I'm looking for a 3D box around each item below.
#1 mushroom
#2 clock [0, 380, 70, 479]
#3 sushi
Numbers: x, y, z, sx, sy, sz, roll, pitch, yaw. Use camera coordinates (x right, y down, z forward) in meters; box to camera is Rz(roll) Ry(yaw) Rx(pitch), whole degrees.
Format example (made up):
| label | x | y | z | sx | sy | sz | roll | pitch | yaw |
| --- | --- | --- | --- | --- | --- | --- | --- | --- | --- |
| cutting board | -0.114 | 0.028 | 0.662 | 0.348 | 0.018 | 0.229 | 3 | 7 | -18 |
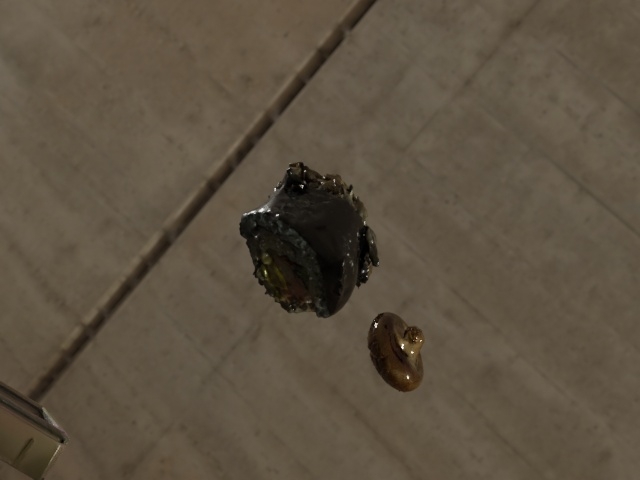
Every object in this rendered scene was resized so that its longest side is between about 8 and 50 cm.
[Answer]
| label | x | y | z | sx | sy | sz | roll | pitch | yaw |
| --- | --- | --- | --- | --- | --- | --- | --- | --- | --- |
| mushroom | 0.116 | 0.170 | 1.723 | 0.109 | 0.085 | 0.126 | 98 | -24 | -69 |
| clock | -0.430 | 0.222 | 1.456 | 0.192 | 0.071 | 0.147 | 38 | -9 | -23 |
| sushi | 0.004 | -0.003 | 1.897 | 0.225 | 0.238 | 0.219 | 33 | 43 | 23 |
